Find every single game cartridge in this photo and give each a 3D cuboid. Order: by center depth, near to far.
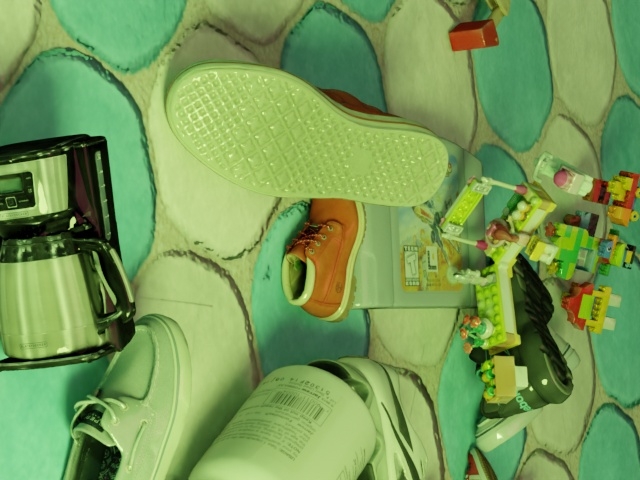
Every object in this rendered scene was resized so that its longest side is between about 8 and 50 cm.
[{"bbox_3d":[0.101,-0.021,2.060,0.297,0.062,0.198,2,89,-57],"label":"game cartridge"}]

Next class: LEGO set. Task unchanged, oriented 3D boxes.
[{"bbox_3d":[0.190,0.032,2.054,0.107,0.132,0.287,14,97,-39],"label":"LEGO set"}]

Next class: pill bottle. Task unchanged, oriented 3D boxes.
[{"bbox_3d":[-0.050,0.230,1.715,0.229,0.131,0.131,-50,127,-48],"label":"pill bottle"}]

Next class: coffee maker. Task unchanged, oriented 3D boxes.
[{"bbox_3d":[-0.221,0.006,1.513,0.171,0.120,0.178,-154,-124,-80],"label":"coffee maker"}]

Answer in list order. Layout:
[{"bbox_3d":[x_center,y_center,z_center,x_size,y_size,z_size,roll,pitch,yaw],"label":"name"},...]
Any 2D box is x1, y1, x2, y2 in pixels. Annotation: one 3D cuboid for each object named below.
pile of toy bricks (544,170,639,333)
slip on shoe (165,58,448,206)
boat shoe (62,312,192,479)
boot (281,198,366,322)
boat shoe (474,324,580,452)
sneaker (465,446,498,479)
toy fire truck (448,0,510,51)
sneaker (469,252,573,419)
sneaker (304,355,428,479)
[{"bbox_3d":[0.336,0.005,2.398,0.105,0.118,0.212,12,92,-28],"label":"pile of toy bricks"},{"bbox_3d":[-0.021,-0.107,1.824,0.331,0.101,0.123,11,106,-39],"label":"slip on shoe"},{"bbox_3d":[-0.172,0.168,1.570,0.081,0.079,0.228,26,73,-52],"label":"boat shoe"},{"bbox_3d":[0.000,0.000,1.895,0.084,0.059,0.158,18,72,-50],"label":"boot"},{"bbox_3d":[0.234,0.175,2.235,0.076,0.083,0.226,52,38,-1],"label":"boat shoe"},{"bbox_3d":[0.178,0.301,2.156,0.042,0.067,0.118,42,22,-44],"label":"sneaker"},{"bbox_3d":[0.207,-0.317,2.265,0.192,0.047,0.135,-38,118,-54],"label":"toy fire truck"},{"bbox_3d":[0.218,0.104,2.176,0.101,0.106,0.267,46,22,-29],"label":"sneaker"},{"bbox_3d":[0.063,0.280,1.895,0.146,0.122,0.331,-4,90,-56],"label":"sneaker"}]
